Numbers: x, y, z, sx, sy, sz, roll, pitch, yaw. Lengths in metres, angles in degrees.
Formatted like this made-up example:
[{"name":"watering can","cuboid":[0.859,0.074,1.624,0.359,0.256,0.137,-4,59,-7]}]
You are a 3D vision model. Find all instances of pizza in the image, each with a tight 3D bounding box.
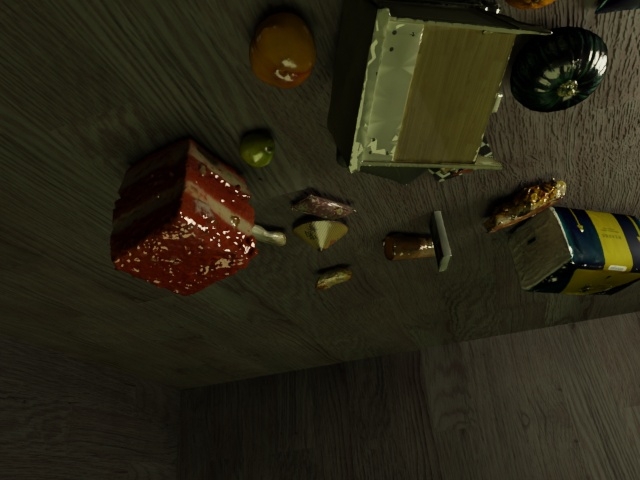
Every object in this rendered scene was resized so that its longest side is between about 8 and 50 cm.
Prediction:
[{"name":"pizza","cuboid":[0.651,-0.112,1.614,0.161,0.085,0.305,-9,163,-43]}]

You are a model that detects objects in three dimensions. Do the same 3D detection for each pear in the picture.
[{"name":"pear","cuboid":[-0.159,-0.230,1.260,0.092,0.092,0.097,17,145,-34]}]

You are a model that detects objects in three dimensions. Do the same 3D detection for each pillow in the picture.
[{"name":"pillow","cuboid":[0.009,-0.103,1.565,0.185,0.043,0.118,18,152,-33]}]

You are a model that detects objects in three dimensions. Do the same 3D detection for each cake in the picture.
[{"name":"cake","cuboid":[-0.351,-0.067,1.286,0.270,0.319,0.269,-25,144,22]}]

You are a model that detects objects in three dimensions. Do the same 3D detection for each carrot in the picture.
[{"name":"carrot","cuboid":[0.364,0.030,1.818,0.263,0.101,0.102,1,151,-14]}]

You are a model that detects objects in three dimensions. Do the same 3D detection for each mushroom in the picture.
[{"name":"mushroom","cuboid":[-0.207,-0.029,1.663,0.202,0.054,0.059,17,139,-25]}]

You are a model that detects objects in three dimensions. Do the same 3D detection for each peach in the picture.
[{"name":"peach","cuboid":[-0.071,-0.369,0.977,0.138,0.138,0.138,-4,151,-2]}]

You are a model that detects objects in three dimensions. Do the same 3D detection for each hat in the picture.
[{"name":"hat","cuboid":[0.000,0.000,1.681,0.193,0.082,0.193,-1,161,0]}]

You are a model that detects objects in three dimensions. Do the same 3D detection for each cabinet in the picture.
[{"name":"cabinet","cuboid":[0.202,-0.304,0.951,0.318,0.227,0.289,0,124,-12]}]

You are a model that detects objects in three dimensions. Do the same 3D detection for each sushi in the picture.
[{"name":"sushi","cuboid":[0.369,-0.237,1.378,0.193,0.043,0.279,-19,149,23]}]

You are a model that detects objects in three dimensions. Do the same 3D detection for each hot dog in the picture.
[{"name":"hot dog","cuboid":[0.050,0.147,2.005,0.169,0.061,0.078,-19,140,12]}]

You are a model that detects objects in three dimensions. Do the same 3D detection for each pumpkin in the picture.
[{"name":"pumpkin","cuboid":[0.515,-0.364,1.074,0.202,0.140,0.202,-7,152,-4]}]

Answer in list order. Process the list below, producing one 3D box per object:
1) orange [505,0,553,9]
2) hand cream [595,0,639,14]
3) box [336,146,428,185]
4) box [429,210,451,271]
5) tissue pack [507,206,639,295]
[{"name":"orange","cuboid":[0.380,-0.474,0.873,0.136,0.117,0.135,-10,154,-5]},{"name":"hand cream","cuboid":[0.617,-0.526,0.895,0.120,0.061,0.270,-9,159,-3]},{"name":"box","cuboid":[0.168,-0.242,1.232,0.274,0.138,0.178,13,151,-21]},{"name":"box","cuboid":[0.405,0.002,1.683,0.036,0.177,0.115,-6,150,2]},{"name":"tissue pack","cuboid":[0.935,0.043,1.774,0.417,0.253,0.264,4,150,-19]}]
